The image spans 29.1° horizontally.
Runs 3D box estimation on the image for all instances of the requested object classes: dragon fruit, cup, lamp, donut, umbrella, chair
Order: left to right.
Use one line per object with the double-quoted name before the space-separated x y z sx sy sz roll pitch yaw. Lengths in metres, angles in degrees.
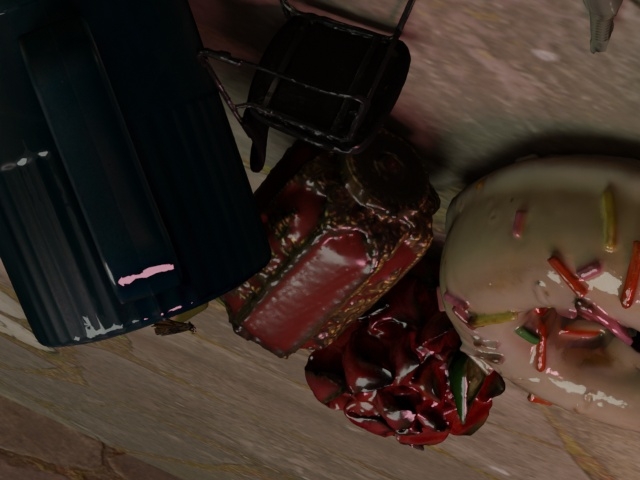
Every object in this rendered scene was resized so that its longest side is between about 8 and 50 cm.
"cup" -0.175 -0.078 1.071 0.308 0.242 0.292 -8 104 52
"umbrella" -0.198 0.115 1.653 0.083 0.020 0.031 2 108 44
"chair" -0.002 -0.139 1.052 0.145 0.140 0.221 20 159 12
"lamp" 0.000 0.000 1.235 0.177 0.177 0.274 31 135 -9
"dragon fruit" 0.077 0.129 1.413 0.293 0.233 0.234 -11 137 46
"donut" 0.284 0.068 1.173 0.383 0.142 0.382 21 156 10

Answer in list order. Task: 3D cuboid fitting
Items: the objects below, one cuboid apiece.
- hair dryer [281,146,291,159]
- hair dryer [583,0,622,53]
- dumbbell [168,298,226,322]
"hair dryer" -0.006 -0.093 1.284 0.063 0.037 0.114 24 149 5
"hair dryer" 0.144 -0.230 0.808 0.229 0.092 0.267 36 166 -3
"dumbbell" -0.146 0.051 1.627 0.121 0.108 0.302 39 153 -25
